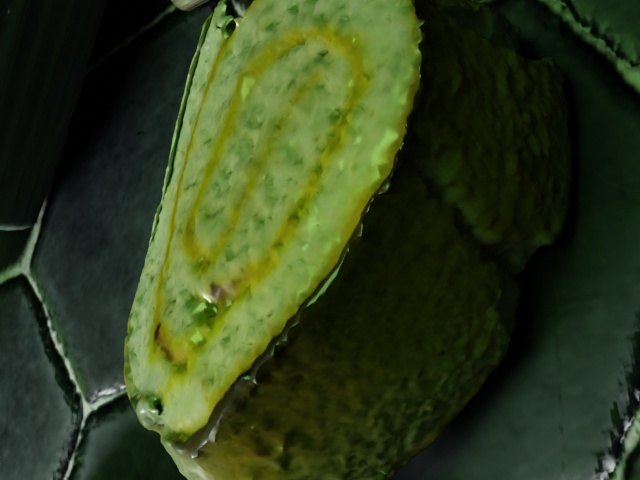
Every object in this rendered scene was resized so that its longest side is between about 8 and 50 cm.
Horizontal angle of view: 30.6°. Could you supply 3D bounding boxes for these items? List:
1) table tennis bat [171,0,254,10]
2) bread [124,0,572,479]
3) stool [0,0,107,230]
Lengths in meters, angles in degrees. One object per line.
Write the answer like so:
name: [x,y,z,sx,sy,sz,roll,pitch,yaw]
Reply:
table tennis bat: [-0.005,-0.175,0.648,0.274,0.021,0.154,-9,48,52]
bread: [0.000,0.000,0.546,0.186,0.124,0.257,33,102,54]
stool: [-0.276,-0.192,0.786,0.297,0.297,0.330,16,94,48]
